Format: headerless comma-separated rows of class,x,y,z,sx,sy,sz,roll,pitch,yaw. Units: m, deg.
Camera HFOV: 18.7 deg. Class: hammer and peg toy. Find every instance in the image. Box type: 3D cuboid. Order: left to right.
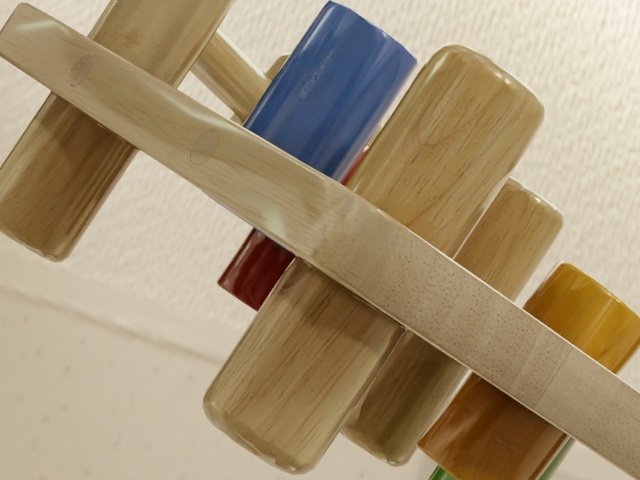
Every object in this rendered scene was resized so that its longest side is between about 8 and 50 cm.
hammer and peg toy,0.000,0.000,0.691,0.266,0.361,0.127,34,-91,-36
